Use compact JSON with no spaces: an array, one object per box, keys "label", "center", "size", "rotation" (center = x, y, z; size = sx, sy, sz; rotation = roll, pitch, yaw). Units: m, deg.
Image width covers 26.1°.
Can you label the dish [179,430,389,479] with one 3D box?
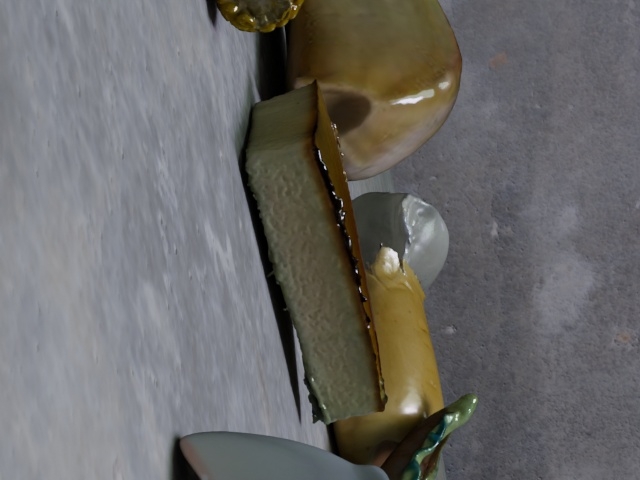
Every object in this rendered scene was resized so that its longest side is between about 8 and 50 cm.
[{"label":"dish","center":[0.017,0.173,0.581],"size":[0.212,0.077,0.151],"rotation":[72,-2,-53]}]

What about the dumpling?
[{"label":"dumpling","center":[0.060,0.021,1.300],"size":[0.188,0.108,0.127],"rotation":[107,3,-72]}]

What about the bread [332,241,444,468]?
[{"label":"bread","center":[0.052,0.107,1.107],"size":[0.134,0.085,0.173],"rotation":[72,10,-54]}]

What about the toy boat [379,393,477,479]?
[{"label":"toy boat","center":[0.062,0.240,0.968],"size":[0.108,0.099,0.292],"rotation":[75,16,-54]}]

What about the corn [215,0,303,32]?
[{"label":"corn","center":[-0.037,-0.207,0.863],"size":[0.207,0.068,0.068],"rotation":[-91,169,-45]}]

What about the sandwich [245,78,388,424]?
[{"label":"sandwich","center":[0.000,0.000,0.922],"size":[0.162,0.058,0.193],"rotation":[-88,164,-66]}]

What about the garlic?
[{"label":"garlic","center":[0.020,-0.198,1.100],"size":[0.196,0.151,0.338],"rotation":[49,29,-55]}]
